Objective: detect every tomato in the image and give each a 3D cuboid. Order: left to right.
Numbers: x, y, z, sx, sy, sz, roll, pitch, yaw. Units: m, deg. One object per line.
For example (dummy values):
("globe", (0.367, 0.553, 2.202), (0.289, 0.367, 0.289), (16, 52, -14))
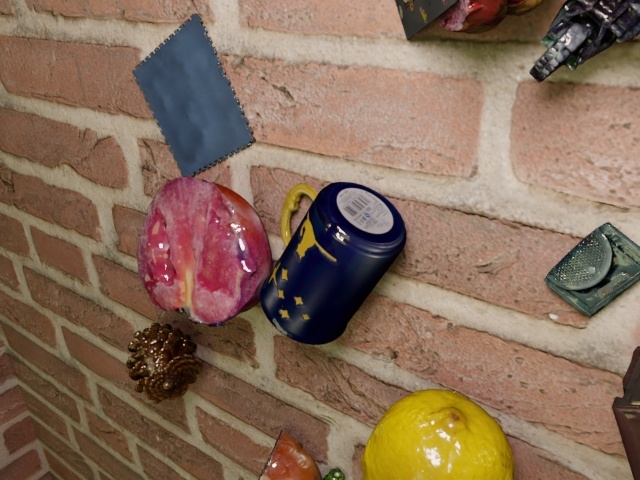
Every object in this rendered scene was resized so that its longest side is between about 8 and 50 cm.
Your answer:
("tomato", (-0.212, 0.016, 1.142), (0.335, 0.176, 0.289), (6, 95, 38))
("tomato", (-0.079, 0.594, 1.355), (0.155, 0.180, 0.214), (29, 131, 7))

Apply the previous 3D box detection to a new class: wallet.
("wallet", (0.379, 0.044, 0.759), (0.088, 0.026, 0.129), (43, 132, 13))

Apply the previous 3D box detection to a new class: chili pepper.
("chili pepper", (0.042, 0.633, 1.337), (0.073, 0.050, 0.182), (-5, 109, 41))

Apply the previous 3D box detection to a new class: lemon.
("lemon", (0.198, 0.389, 0.942), (0.261, 0.261, 0.283), (10, 108, 36))

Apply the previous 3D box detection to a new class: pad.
("pad", (-0.267, -0.281, 1.133), (0.269, 0.012, 0.269), (-14, 103, 43))
("pad", (0.106, -0.346, 0.670), (0.006, 0.245, 0.170), (-20, 102, 1))

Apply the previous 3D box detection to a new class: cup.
("cup", (-0.009, 0.011, 0.962), (0.255, 0.178, 0.256), (42, 130, 13))

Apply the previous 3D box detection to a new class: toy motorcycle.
("toy motorcycle", (0.328, -0.277, 0.567), (0.106, 0.159, 0.270), (45, 150, 3))

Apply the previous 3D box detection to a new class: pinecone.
("pinecone", (-0.420, 0.309, 1.464), (0.212, 0.186, 0.168), (56, 162, 28))

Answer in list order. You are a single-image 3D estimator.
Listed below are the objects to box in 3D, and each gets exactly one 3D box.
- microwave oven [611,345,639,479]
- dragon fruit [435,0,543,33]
("microwave oven", (0.506, 0.233, 0.649), (0.248, 0.178, 0.188), (-14, 103, 43))
("dragon fruit", (0.190, -0.332, 0.600), (0.282, 0.147, 0.211), (-112, 2, -54))
